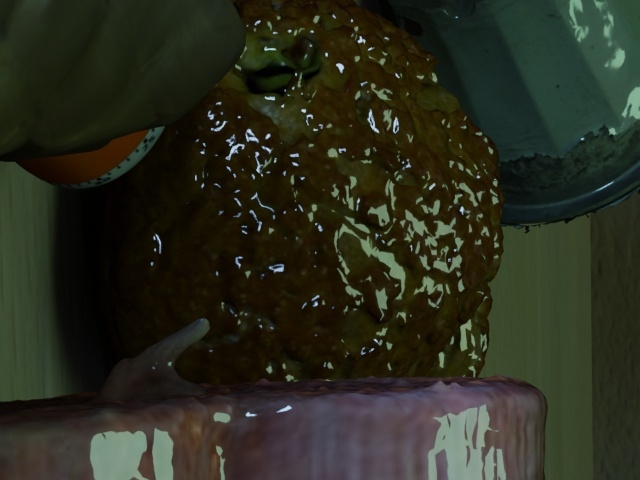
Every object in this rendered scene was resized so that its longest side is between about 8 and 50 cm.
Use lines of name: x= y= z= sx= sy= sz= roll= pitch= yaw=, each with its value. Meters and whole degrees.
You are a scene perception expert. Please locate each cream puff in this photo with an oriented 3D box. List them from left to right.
cream puff: x=0.000 y=0.000 z=1.123 sx=0.303 sy=0.212 sz=0.303 roll=0 pitch=90 yaw=-80

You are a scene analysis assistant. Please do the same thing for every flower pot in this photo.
flower pot: x=0.169 y=-0.187 z=1.742 sx=0.259 sy=0.290 sz=0.290 roll=54 pitch=38 yaw=-46

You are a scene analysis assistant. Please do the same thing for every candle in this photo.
candle: x=-0.077 y=0.097 z=0.779 sx=0.287 sy=0.317 sz=0.131 roll=-8 pitch=-97 yaw=64

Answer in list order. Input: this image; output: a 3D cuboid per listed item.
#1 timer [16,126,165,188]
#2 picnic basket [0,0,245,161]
timer: x=-0.120 y=-0.096 z=0.894 sx=0.136 sy=0.099 sz=0.136 roll=-12 pitch=90 yaw=-69
picnic basket: x=-0.129 y=-0.159 z=0.530 sx=0.321 sy=0.254 sz=0.291 roll=-35 pitch=124 yaw=-59
